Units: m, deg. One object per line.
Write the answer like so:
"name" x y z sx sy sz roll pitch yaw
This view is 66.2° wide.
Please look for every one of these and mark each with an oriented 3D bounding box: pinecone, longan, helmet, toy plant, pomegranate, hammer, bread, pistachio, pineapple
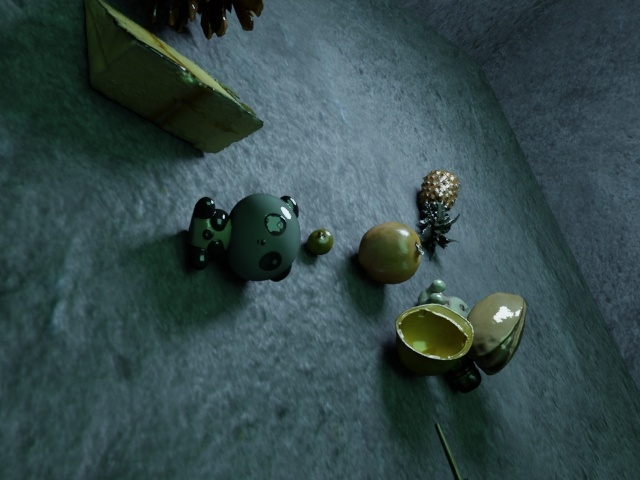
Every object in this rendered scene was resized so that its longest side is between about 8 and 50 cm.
"pinecone" -0.342 -0.698 1.273 0.384 0.384 0.385 27 45 -32
"longan" 0.000 0.000 1.320 0.075 0.083 0.075 1 53 -2
"helmet" 0.302 0.299 1.377 0.205 0.140 0.256 33 32 30
"toy plant" 0.412 0.372 1.484 0.092 0.092 0.163 -26 84 -53
"pomegranate" 0.205 0.032 1.435 0.191 0.191 0.191 27 45 -32
"hammer" 0.354 0.584 1.325 0.062 0.017 0.182 4 60 -46
"bread" -0.351 -0.438 1.157 0.345 0.242 0.405 18 54 -43
"pistachio" 0.527 0.266 1.477 0.162 0.181 0.293 53 49 -7
"pineapple" 0.438 -0.094 1.830 0.165 0.165 0.365 33 51 -27

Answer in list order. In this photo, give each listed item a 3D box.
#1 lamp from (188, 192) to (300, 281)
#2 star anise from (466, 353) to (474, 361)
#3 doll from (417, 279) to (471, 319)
"lamp" -0.161 -0.010 1.077 0.243 0.198 0.198 5 58 -27
"star anise" 0.481 0.361 1.581 0.129 0.056 0.124 -30 125 -20
"doll" 0.406 0.228 1.579 0.275 0.113 0.155 37 38 -33
